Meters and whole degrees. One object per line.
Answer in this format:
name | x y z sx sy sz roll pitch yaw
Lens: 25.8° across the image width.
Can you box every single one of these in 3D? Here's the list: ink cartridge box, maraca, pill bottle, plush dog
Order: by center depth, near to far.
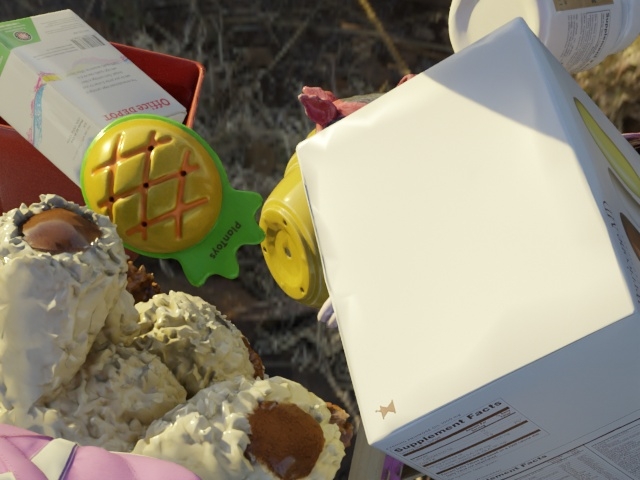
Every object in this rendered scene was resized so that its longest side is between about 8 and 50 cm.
plush dog | -0.109 0.109 0.916 0.262 0.225 0.210 39 110 12
maraca | -0.139 -0.039 1.310 0.186 0.099 0.127 37 96 2
pill bottle | 0.260 -0.248 1.559 0.229 0.131 0.131 -15 62 -46
ink cartridge box | -0.289 -0.170 1.661 0.212 0.093 0.154 39 31 16

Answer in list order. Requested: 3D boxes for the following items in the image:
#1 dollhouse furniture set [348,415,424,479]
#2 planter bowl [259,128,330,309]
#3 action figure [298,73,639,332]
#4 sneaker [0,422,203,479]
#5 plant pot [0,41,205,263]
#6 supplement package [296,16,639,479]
dollhouse furniture set | 0.208 0.359 1.844 0.198 0.286 0.303 -10 28 -43
planter bowl | 0.000 0.000 1.407 0.090 0.217 0.217 -21 67 -27
action figure | 0.150 -0.048 1.200 0.370 0.276 0.248 27 45 -15
sneaker | -0.100 0.145 0.582 0.161 0.282 0.102 11 103 -12
plant pot | -0.326 -0.116 1.984 0.267 0.235 0.267 12 38 -5
supplement package | 0.117 0.028 0.767 0.149 0.203 0.194 -29 53 21
